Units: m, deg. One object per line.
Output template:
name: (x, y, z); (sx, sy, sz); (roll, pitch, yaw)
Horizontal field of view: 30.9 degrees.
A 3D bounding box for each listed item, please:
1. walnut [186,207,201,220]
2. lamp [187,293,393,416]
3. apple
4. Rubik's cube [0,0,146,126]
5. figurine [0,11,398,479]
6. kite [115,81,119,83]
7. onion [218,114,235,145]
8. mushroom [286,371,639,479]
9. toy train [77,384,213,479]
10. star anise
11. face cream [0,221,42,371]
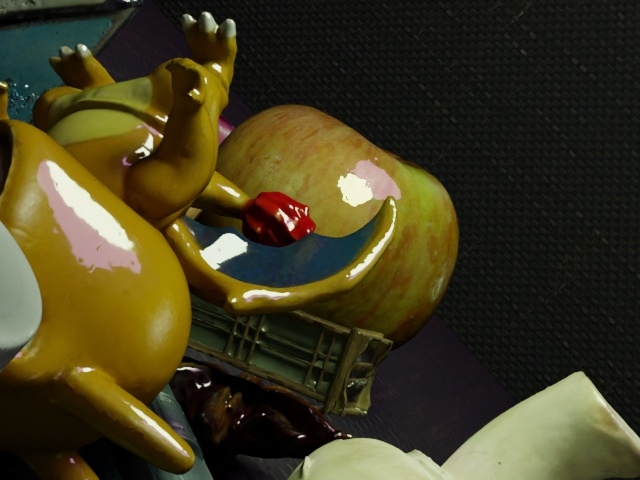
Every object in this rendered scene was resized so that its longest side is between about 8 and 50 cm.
walnut: (-0.231, -0.095, 1.475); (0.193, 0.193, 0.225); (44, 13, -10)
lamp: (-0.096, 0.083, 1.174); (0.325, 0.090, 0.089); (18, -2, 22)
apple: (0.000, 0.000, 1.687); (0.400, 0.333, 0.400); (28, 4, -2)
Rubik's cube: (-0.387, -0.267, 1.136); (0.305, 0.307, 0.310); (38, 12, -35)
figurine: (-0.160, 0.001, 0.909); (0.268, 0.401, 0.387); (83, 19, -44)
kite: (-0.280, -0.173, 1.430); (0.152, 0.286, 0.015); (-116, -161, -58)
onion: (-0.209, -0.151, 1.833); (0.200, 0.200, 0.207); (41, -22, -27)
mushroom: (0.130, 0.303, 1.044); (0.315, 0.356, 0.315); (-6, 90, -75)
toy train: (-0.107, 0.240, 0.914); (0.086, 0.089, 0.409); (43, 8, -46)
star anise: (-0.094, 0.185, 1.182); (0.272, 0.102, 0.272); (21, 1, 0)
face cream: (-0.289, 0.046, 0.636); (0.201, 0.187, 0.201); (44, 10, -10)
